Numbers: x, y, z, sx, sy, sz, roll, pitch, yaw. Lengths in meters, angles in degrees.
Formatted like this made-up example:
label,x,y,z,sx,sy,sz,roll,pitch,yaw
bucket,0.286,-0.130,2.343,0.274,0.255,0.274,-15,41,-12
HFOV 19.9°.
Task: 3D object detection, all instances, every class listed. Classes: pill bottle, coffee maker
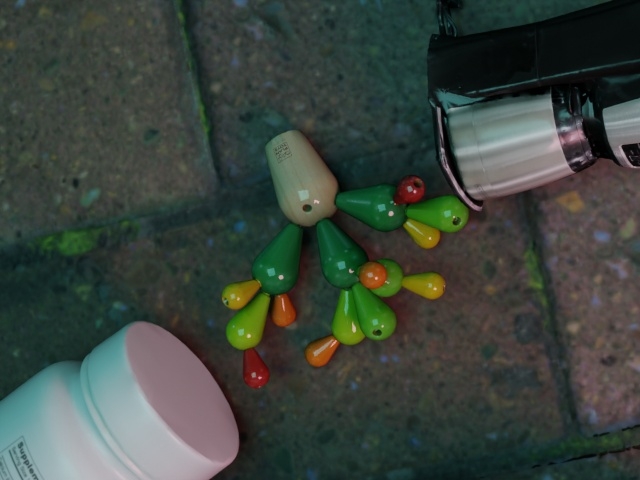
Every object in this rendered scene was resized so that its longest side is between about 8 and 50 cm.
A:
label,x,y,z,sx,sy,sz,roll,pitch,yaw
pill bottle,-0.212,0.196,1.442,0.283,0.160,0.160,-37,79,17
coffee maker,0.174,-0.121,1.314,0.178,0.120,0.171,-12,86,20

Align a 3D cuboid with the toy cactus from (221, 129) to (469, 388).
label,x,y,z,sx,sy,sz,roll,pitch,yaw
toy cactus,0.000,0.000,1.401,0.219,0.112,0.180,-35,69,26
